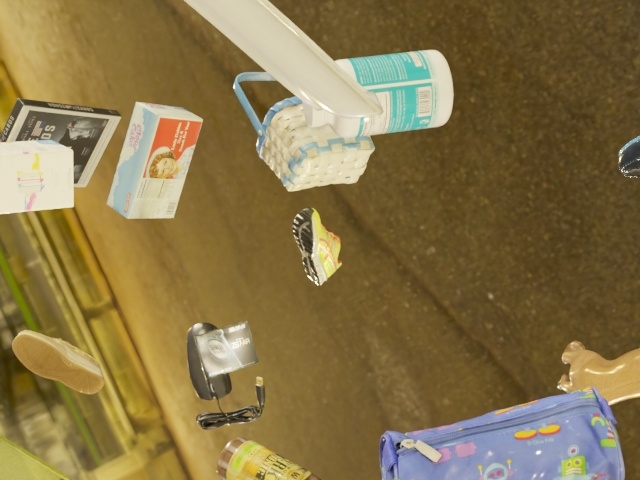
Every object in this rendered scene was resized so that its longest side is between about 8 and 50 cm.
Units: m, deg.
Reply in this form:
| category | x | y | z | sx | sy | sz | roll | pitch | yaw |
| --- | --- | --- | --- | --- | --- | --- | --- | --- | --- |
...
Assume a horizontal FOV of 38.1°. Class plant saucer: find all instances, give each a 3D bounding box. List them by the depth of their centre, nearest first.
| category | x | y | z | sx | sy | sz | roll | pitch | yaw |
| --- | --- | --- | --- | --- | --- | --- | --- | --- | --- |
| plant saucer | -0.596 | 0.471 | 1.789 | 0.188 | 0.188 | 0.045 | 38 | -163 | -17 |

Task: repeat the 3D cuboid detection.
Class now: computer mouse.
| category | x | y | z | sx | sy | sz | roll | pitch | yaw |
| --- | --- | --- | --- | --- | --- | --- | --- | --- | --- |
| computer mouse | -0.229 | 0.325 | 2.211 | 0.060 | 0.184 | 0.262 | -23 | -73 | -79 |

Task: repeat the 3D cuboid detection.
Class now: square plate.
| category | x | y | z | sx | sy | sz | roll | pitch | yaw |
| --- | --- | --- | --- | --- | --- | --- | --- | --- | --- |
| square plate | -0.085 | -0.237 | 0.927 | 0.344 | 0.049 | 0.347 | 39 | -171 | -7 |

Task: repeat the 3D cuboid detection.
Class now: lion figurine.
| category | x | y | z | sx | sy | sz | roll | pitch | yaw |
| --- | --- | --- | --- | --- | --- | --- | --- | --- | --- |
| lion figurine | 0.538 | 0.211 | 1.541 | 0.392 | 0.240 | 0.142 | -34 | 86 | 32 |

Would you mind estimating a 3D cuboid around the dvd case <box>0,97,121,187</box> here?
| category | x | y | z | sx | sy | sz | roll | pitch | yaw |
| --- | --- | --- | --- | --- | --- | --- | --- | --- | --- |
| dvd case | -0.514 | -0.183 | 1.783 | 0.029 | 0.238 | 0.179 | 43 | 114 | 25 |

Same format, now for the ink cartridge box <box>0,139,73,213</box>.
| category | x | y | z | sx | sy | sz | roll | pitch | yaw |
| --- | --- | --- | --- | --- | --- | --- | --- | --- | --- |
| ink cartridge box | -0.454 | -0.096 | 1.385 | 0.092 | 0.143 | 0.090 | 25 | 117 | 51 |

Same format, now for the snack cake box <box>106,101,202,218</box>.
| category | x | y | z | sx | sy | sz | roll | pitch | yaw |
| --- | --- | --- | --- | --- | --- | --- | --- | --- | --- |
| snack cake box | -0.396 | -0.188 | 2.210 | 0.089 | 0.152 | 0.264 | 31 | 109 | 33 |

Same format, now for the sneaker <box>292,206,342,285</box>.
| category | x | y | z | sx | sy | sz | roll | pitch | yaw |
| --- | --- | --- | --- | --- | --- | --- | --- | --- | --- |
| sneaker | 0.000 | 0.000 | 2.103 | 0.081 | 0.094 | 0.209 | 40 | 152 | 41 |

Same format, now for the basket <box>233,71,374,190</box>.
| category | x | y | z | sx | sy | sz | roll | pitch | yaw |
| --- | --- | --- | --- | --- | --- | --- | --- | --- | --- |
| basket | -0.034 | -0.256 | 2.008 | 0.289 | 0.254 | 0.201 | 69 | 151 | 23 |

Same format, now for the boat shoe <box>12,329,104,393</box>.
| category | x | y | z | sx | sy | sz | roll | pitch | yaw |
| --- | --- | --- | --- | --- | --- | --- | --- | --- | --- |
| boat shoe | -0.435 | 0.195 | 1.539 | 0.170 | 0.063 | 0.059 | 40 | -165 | -29 |

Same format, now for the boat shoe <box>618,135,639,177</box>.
| category | x | y | z | sx | sy | sz | roll | pitch | yaw |
| --- | --- | --- | --- | --- | --- | --- | --- | --- | --- |
| boat shoe | 0.576 | -0.134 | 1.429 | 0.258 | 0.109 | 0.089 | -20 | 61 | 50 |

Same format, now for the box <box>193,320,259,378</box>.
| category | x | y | z | sx | sy | sz | roll | pitch | yaw |
| --- | --- | --- | --- | --- | --- | --- | --- | --- | --- |
| box | -0.141 | 0.163 | 1.385 | 0.018 | 0.083 | 0.067 | 165 | 90 | -77 |

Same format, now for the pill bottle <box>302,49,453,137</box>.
| category | x | y | z | sx | sy | sz | roll | pitch | yaw |
| --- | --- | --- | --- | --- | --- | --- | --- | --- | --- |
| pill bottle | 0.102 | -0.270 | 1.721 | 0.146 | 0.264 | 0.146 | 172 | 90 | -79 |

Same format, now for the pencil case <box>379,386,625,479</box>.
| category | x | y | z | sx | sy | sz | roll | pitch | yaw |
| --- | --- | --- | --- | --- | --- | --- | --- | --- | --- |
| pencil case | 0.217 | 0.263 | 1.135 | 0.119 | 0.306 | 0.133 | -103 | 2 | -46 |

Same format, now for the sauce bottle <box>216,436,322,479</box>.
| category | x | y | z | sx | sy | sz | roll | pitch | yaw |
| --- | --- | --- | --- | --- | --- | --- | --- | --- | --- |
| sauce bottle | -0.065 | 0.537 | 1.999 | 0.344 | 0.111 | 0.111 | 19 | 136 | 30 |
